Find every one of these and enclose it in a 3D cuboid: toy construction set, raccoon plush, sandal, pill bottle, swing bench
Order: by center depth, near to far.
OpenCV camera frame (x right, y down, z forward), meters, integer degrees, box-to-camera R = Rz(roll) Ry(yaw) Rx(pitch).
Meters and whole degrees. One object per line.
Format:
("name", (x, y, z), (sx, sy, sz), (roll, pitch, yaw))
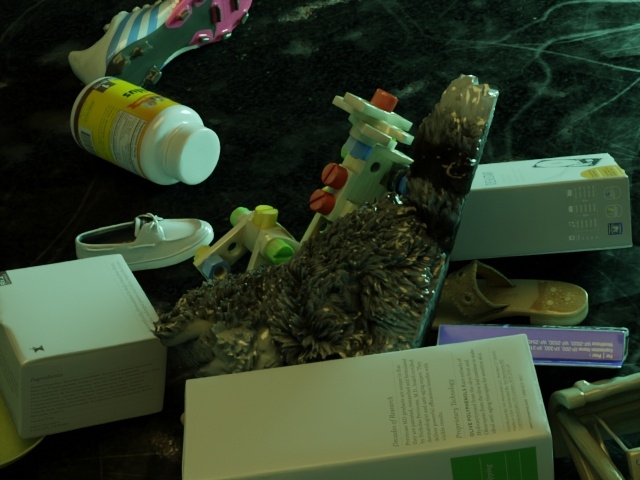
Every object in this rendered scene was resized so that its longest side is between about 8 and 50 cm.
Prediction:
("swing bench", (0.393, 0.212, 1.550), (0.253, 0.165, 0.254), (-16, 40, -6))
("raccoon plush", (0.000, 0.000, 1.740), (0.299, 0.216, 0.446), (18, 82, 8))
("sandal", (0.204, 0.054, 1.842), (0.240, 0.079, 0.088), (0, 41, 13))
("toy construction set", (0.009, -0.051, 1.867), (0.327, 0.215, 0.151), (-52, 39, 20))
("pill bottle", (-0.248, -0.152, 2.155), (0.215, 0.117, 0.117), (24, 51, 34))

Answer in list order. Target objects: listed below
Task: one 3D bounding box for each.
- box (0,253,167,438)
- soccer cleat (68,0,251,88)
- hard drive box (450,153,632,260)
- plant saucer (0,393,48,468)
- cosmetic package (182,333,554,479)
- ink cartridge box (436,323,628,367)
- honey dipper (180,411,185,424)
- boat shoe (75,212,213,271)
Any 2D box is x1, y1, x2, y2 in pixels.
("box", (-0.297, 0.123, 1.807), (0.182, 0.119, 0.181), (-9, 37, -24))
("soccer cleat", (-0.255, -0.342, 2.383), (0.143, 0.116, 0.331), (26, 52, 35))
("hard drive box", (0.258, -0.043, 1.881), (0.232, 0.089, 0.181), (-6, 12, 3))
("plant saucer", (-0.433, 0.208, 1.798), (0.241, 0.037, 0.241), (4, 34, -3))
("cosmetic package", (0.051, 0.235, 1.573), (0.366, 0.197, 0.155), (-10, 41, 3))
("ink cartridge box", (0.239, 0.117, 1.692), (0.206, 0.045, 0.208), (1, -1, 12))
("honey dipper", (-0.099, 0.175, 1.808), (0.161, 0.030, 0.030), (-31, 44, -18))
("boat shoe", (-0.237, -0.004, 2.019), (0.184, 0.063, 0.066), (-10, 40, 1))
